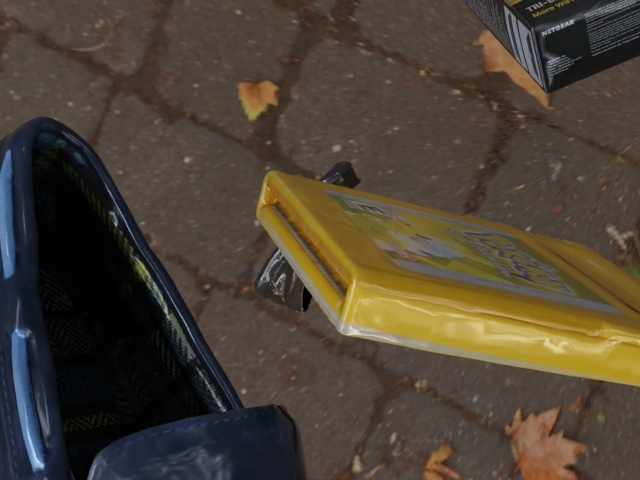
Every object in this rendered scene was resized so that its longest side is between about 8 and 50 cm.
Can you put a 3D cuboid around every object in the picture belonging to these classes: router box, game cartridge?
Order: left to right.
[{"bbox_3d":[0.131,0.028,0.889,0.324,0.285,0.052,10,104,-18],"label":"game cartridge"},{"bbox_3d":[0.315,-0.290,1.142,0.309,0.243,0.081,-23,127,-1],"label":"router box"}]

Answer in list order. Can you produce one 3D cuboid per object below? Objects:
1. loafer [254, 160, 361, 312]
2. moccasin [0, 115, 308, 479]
[{"bbox_3d":[0.000,0.000,1.287,0.078,0.080,0.220,36,131,8],"label":"loafer"},{"bbox_3d":[-0.061,0.094,0.380,0.117,0.138,0.342,-49,66,24],"label":"moccasin"}]
